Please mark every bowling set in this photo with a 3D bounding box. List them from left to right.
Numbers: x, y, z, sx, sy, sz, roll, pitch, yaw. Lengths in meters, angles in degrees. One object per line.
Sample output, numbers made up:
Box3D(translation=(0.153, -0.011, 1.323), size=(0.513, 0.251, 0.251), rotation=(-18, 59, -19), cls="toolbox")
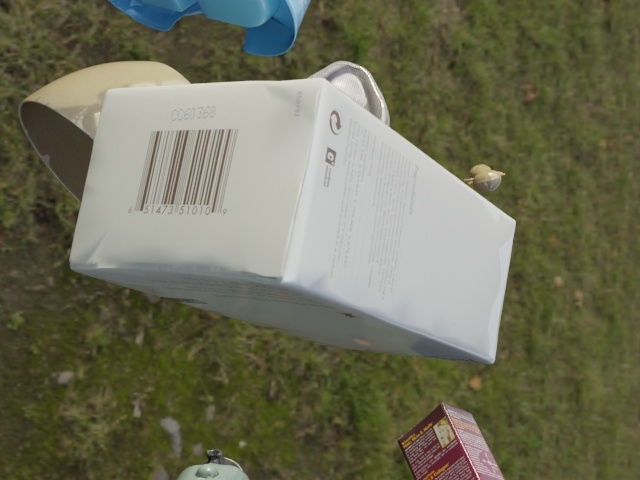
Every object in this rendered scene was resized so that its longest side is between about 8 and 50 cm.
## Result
Box3D(translation=(0.202, -0.024, 1.786), size=(0.154, 0.287, 0.200), rotation=(-84, 162, -80), cls="bowling set")

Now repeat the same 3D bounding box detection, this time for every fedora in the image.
Box3D(translation=(0.017, -0.162, 1.414), size=(0.124, 0.243, 0.275), rotation=(120, -6, -52), cls="fedora")

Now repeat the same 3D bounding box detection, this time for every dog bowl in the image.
Box3D(translation=(-0.130, -0.287, 1.012), size=(0.074, 0.297, 0.166), rotation=(-57, 146, -22), cls="dog bowl")

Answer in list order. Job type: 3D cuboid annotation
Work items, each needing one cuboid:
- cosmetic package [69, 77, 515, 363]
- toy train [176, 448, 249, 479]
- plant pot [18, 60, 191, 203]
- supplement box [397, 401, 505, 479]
Box3D(translation=(0.000, 0.000, 0.866), size=(0.385, 0.217, 0.156), rotation=(27, 70, -54), cls="cosmetic package")
Box3D(translation=(-0.138, 0.373, 1.168), size=(0.334, 0.142, 0.190), rotation=(-54, 142, -82), cls="toy train")
Box3D(translation=(-0.269, -0.151, 1.452), size=(0.191, 0.284, 0.284), rotation=(-47, 132, -23), cls="plant pot")
Box3D(translation=(0.206, 0.353, 1.495), size=(0.081, 0.104, 0.188), rotation=(26, 28, -38), cls="supplement box")
